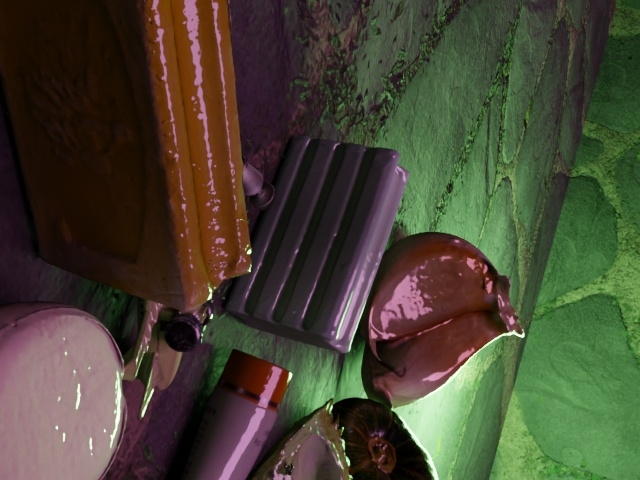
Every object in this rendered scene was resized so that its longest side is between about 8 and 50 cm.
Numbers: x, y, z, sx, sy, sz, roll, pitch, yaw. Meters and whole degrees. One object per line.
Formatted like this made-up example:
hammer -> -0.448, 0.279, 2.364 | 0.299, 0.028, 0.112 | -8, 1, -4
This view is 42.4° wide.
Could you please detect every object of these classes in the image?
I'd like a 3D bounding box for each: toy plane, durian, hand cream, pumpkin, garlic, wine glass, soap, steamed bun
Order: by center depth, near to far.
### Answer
steamed bun -> -0.257, 0.138, 0.649 | 0.228, 0.131, 0.177 | -16, 103, -71
soap -> -0.165, -0.111, 0.664 | 0.091, 0.199, 0.314 | -41, 137, -48
toy plane -> -0.151, 0.051, 0.840 | 0.229, 0.092, 0.244 | -76, -178, -76
wine glass -> -0.088, -0.072, 1.016 | 0.083, 0.039, 0.042 | 50, 34, -57
hand cream -> -0.137, 0.293, 1.035 | 0.314, 0.089, 0.139 | -66, 166, -7
durian -> -0.062, 0.401, 1.080 | 0.394, 0.163, 0.198 | -53, 172, -32
soap -> 0.000, 0.000, 1.092 | 0.265, 0.160, 0.087 | -70, 155, -17
pumpkin -> 0.057, 0.388, 1.324 | 0.189, 0.260, 0.260 | -51, 169, 31
garlic -> 0.190, 0.146, 1.482 | 0.313, 0.249, 0.286 | -26, 143, -6

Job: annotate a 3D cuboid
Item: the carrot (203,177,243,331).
carrot -> -0.129, 0.009, 0.967 | 0.049, 0.049, 0.254 | -7, 111, -63
